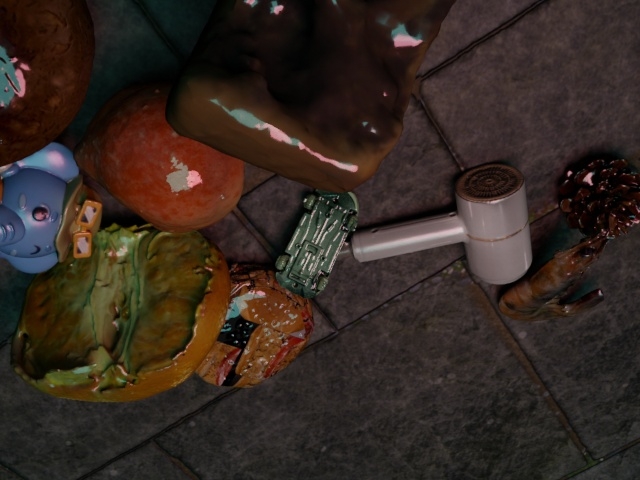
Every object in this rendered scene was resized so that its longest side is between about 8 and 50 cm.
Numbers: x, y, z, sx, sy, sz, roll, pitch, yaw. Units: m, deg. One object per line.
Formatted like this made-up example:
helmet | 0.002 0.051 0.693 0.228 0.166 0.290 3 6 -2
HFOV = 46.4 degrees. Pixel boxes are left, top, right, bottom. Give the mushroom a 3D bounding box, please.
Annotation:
mushroom | -0.440 -0.244 0.875 0.345 0.239 0.345 -23 133 -27

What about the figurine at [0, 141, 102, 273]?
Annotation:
figurine | -0.431 -0.034 1.014 0.261 0.154 0.180 -9 96 -22

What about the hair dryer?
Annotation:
hair dryer | 0.155 0.000 1.205 0.357 0.108 0.173 -10 123 9

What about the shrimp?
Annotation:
shrimp | 0.422 0.072 1.246 0.169 0.058 0.296 8 149 -19

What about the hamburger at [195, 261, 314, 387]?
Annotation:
hamburger | -0.118 0.145 1.237 0.230 0.107 0.231 -3 115 -7

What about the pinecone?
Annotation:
pinecone | 0.447 -0.063 1.181 0.140 0.121 0.140 0 119 0

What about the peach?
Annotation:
peach | -0.210 -0.110 0.991 0.232 0.233 0.233 -4 123 -6

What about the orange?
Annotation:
orange | -0.286 0.113 1.091 0.334 0.263 0.196 -8 133 4

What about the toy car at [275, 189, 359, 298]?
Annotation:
toy car | 0.000 0.000 1.167 0.093 0.058 0.186 26 95 9

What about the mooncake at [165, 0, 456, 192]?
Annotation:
mooncake | 0.015 -0.262 0.823 0.246 0.393 0.394 26 126 -22
